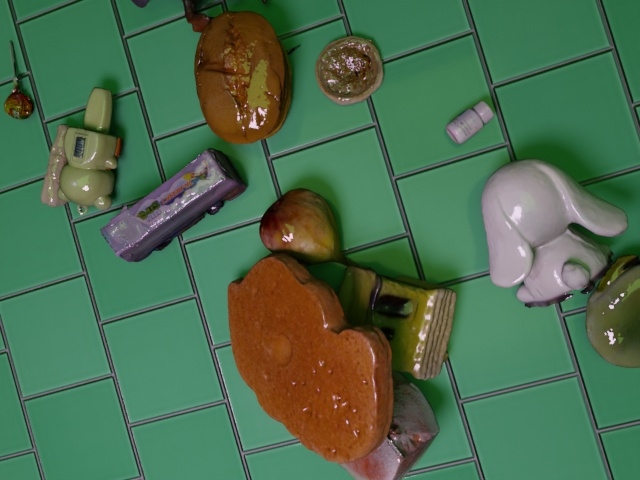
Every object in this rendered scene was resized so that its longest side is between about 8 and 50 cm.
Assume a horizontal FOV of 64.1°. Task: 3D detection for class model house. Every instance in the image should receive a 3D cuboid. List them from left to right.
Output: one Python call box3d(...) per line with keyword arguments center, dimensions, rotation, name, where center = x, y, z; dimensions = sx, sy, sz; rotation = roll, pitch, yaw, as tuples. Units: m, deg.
box3d(center=(0.161, 0.165, 1.043), dimensions=(0.235, 0.175, 0.193), rotation=(11, 91, -24), name="model house")

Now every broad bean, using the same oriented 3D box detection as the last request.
box3d(center=(0.609, 0.140, 1.001), dimensions=(0.170, 0.100, 0.227), rotation=(-9, 91, 15), name="broad bean")

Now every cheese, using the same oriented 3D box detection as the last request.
box3d(center=(-0.601, -0.172, 1.183), dimensions=(0.044, 0.065, 0.193), rotation=(15, 94, 14), name="cheese")

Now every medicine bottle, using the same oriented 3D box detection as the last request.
box3d(center=(0.309, -0.244, 1.058), dimensions=(0.089, 0.052, 0.052), rotation=(-37, 86, 7), name="medicine bottle")

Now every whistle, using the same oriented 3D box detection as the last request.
box3d(center=(-0.512, -0.197, 1.149), dimensions=(0.131, 0.106, 0.288), rotation=(12, 93, 9), name="whistle")

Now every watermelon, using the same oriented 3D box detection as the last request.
box3d(center=(0.075, 0.334, 1.035), dimensions=(0.224, 0.180, 0.305), rotation=(-45, 57, -10), name="watermelon")

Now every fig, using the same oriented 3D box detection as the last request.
box3d(center=(0.000, 0.000, 1.079), dimensions=(0.257, 0.159, 0.159), rotation=(32, 95, -15), name="fig")

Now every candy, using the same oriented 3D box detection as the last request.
box3d(center=(-0.723, -0.381, 1.212), dimensions=(0.061, 0.060, 0.200), rotation=(-13, 81, 8), name="candy")

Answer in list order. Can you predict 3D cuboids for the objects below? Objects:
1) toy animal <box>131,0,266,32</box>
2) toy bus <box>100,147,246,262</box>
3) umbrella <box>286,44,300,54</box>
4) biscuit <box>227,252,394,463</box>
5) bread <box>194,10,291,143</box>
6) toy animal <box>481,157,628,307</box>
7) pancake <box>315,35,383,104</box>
box3d(center=(-0.264, -0.551, 1.104), dimensions=(0.299, 0.122, 0.185), rotation=(5, 96, 2), name="toy animal")
box3d(center=(-0.322, -0.071, 1.108), dimensions=(0.317, 0.138, 0.112), rotation=(-36, 84, 5), name="toy bus")
box3d(center=(-0.097, -0.401, 1.135), dimensions=(0.122, 0.013, 0.022), rotation=(-23, 68, 9), name="umbrella")
box3d(center=(-0.042, 0.223, 0.996), dimensions=(0.455, 0.078, 0.349), rotation=(39, 122, 34), name="biscuit")
box3d(center=(-0.159, -0.336, 1.071), dimensions=(0.196, 0.143, 0.269), rotation=(-1, 97, 13), name="bread")
box3d(center=(0.422, -0.007, 0.985), dimensions=(0.289, 0.174, 0.249), rotation=(36, 94, 5), name="toy animal")
box3d(center=(0.062, -0.370, 1.106), dimensions=(0.152, 0.025, 0.151), rotation=(0, 91, 10), name="pancake")
